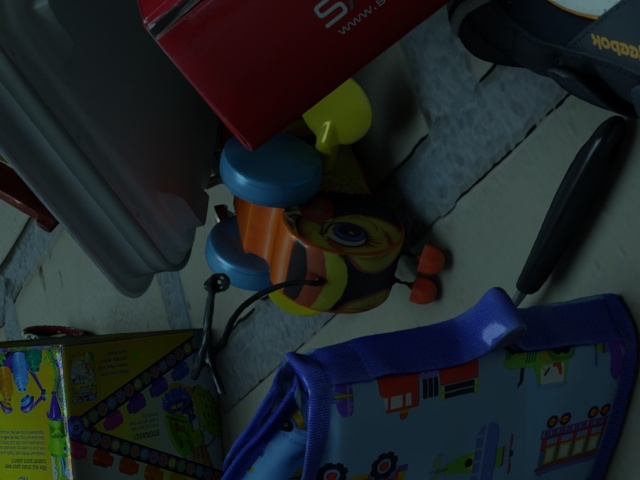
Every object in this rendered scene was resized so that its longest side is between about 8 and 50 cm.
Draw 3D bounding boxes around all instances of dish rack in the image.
[{"bbox_3d":[-0.149,-0.150,1.020,0.333,0.072,0.286,59,-152,-50],"label":"dish rack"}]

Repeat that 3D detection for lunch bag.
[{"bbox_3d":[0.053,0.147,0.829,0.138,0.220,0.293,57,140,38],"label":"lunch bag"}]

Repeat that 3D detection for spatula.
[{"bbox_3d":[0.110,0.038,0.889,0.030,0.084,0.296,42,128,14],"label":"spatula"}]

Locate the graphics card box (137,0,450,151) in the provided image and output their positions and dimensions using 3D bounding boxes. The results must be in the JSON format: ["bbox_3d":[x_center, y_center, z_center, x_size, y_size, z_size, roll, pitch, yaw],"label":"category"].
[{"bbox_3d":[-0.004,-0.214,0.793,0.232,0.094,0.371,-38,30,6],"label":"graphics card box"}]

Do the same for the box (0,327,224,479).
[{"bbox_3d":[-0.249,0.231,1.347,0.290,0.177,0.279,-6,88,42],"label":"box"}]

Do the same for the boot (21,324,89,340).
[{"bbox_3d":[-0.271,0.192,1.559,0.236,0.085,0.179,12,101,58],"label":"boot"}]

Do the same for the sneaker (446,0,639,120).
[{"bbox_3d":[0.175,-0.093,0.667,0.321,0.126,0.128,-6,88,57],"label":"sneaker"}]

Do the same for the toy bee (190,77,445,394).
[{"bbox_3d":[0.000,0.000,1.012,0.195,0.162,0.298,109,168,-56],"label":"toy bee"}]

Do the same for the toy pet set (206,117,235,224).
[{"bbox_3d":[-0.065,-0.051,1.193,0.122,0.065,0.114,80,166,-67],"label":"toy pet set"}]

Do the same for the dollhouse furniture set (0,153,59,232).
[{"bbox_3d":[-0.352,-0.195,1.388,0.374,0.152,0.201,27,128,11],"label":"dollhouse furniture set"}]
